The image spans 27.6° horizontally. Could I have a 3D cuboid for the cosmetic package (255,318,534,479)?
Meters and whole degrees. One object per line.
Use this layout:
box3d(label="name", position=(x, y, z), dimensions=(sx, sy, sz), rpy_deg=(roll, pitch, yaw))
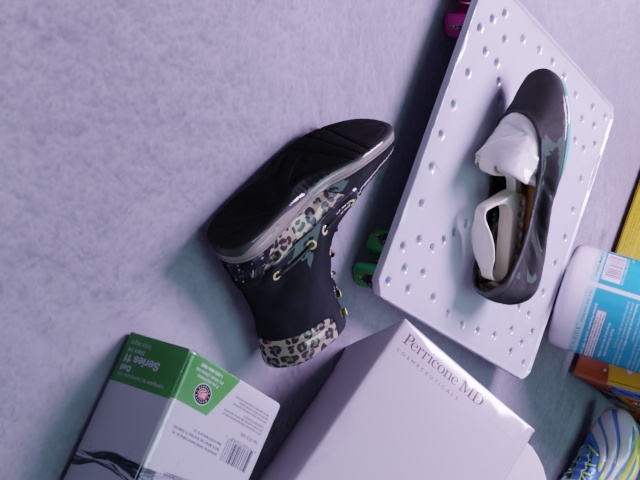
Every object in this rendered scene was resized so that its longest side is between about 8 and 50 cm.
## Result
box3d(label="cosmetic package", position=(0.032, 0.285, 1.327), dimensions=(0.197, 0.155, 0.366), rpy_deg=(39, 64, -8))

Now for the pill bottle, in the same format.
box3d(label="pill bottle", position=(0.447, 0.109, 1.744), dimensions=(0.146, 0.264, 0.146), rpy_deg=(18, 90, -78))

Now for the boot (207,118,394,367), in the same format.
box3d(label="boot", position=(-0.002, 0.000, 1.316), dimensions=(0.236, 0.085, 0.179), rpy_deg=(-41, 132, -29))

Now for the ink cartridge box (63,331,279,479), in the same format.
box3d(label="ink cartridge box", position=(-0.145, 0.211, 1.191), dimensions=(0.153, 0.086, 0.208), rpy_deg=(41, 67, -49))

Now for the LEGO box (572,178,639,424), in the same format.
box3d(label="LEGO box", position=(0.616, 0.051, 2.020), dimensions=(0.372, 0.193, 0.500), rpy_deg=(35, 73, -50))

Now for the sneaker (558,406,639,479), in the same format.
box3d(label="sneaker", position=(0.396, 0.360, 1.914), dimensions=(0.126, 0.091, 0.240), rpy_deg=(15, 89, -52))

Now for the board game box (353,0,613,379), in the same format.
box3d(label="board game box", position=(0.212, -0.064, 1.593), dimensions=(0.390, 0.050, 0.390), rpy_deg=(31, 76, -50))

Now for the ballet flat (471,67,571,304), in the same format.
box3d(label="ballet flat", position=(0.225, -0.058, 1.500), dimensions=(0.096, 0.095, 0.281), rpy_deg=(-5, 104, -38))

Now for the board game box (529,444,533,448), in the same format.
box3d(label="board game box", position=(0.228, 0.325, 1.744), dimensions=(0.154, 0.026, 0.104), rpy_deg=(7, 95, -52))

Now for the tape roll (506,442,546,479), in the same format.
box3d(label="tape roll", position=(0.152, 0.354, 1.573), dimensions=(0.286, 0.100, 0.286), rpy_deg=(-13, 109, -41))
